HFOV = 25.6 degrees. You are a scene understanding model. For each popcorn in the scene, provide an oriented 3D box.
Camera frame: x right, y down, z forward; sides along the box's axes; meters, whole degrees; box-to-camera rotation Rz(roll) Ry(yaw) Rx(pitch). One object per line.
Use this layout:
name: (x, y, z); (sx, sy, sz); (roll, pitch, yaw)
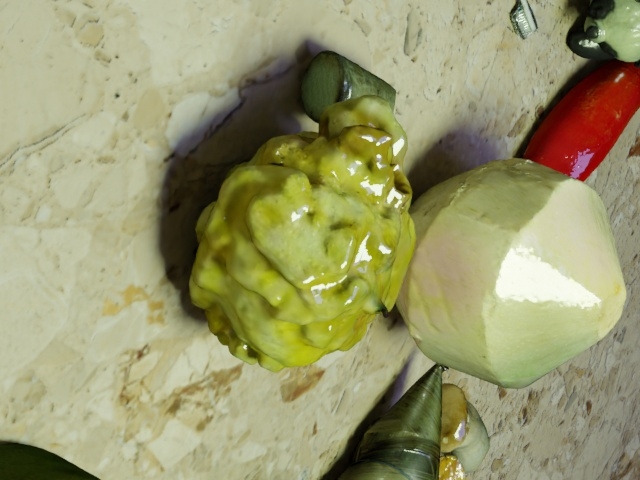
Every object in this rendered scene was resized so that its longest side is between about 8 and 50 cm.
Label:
popcorn: (0.000, 0.000, 1.244); (0.233, 0.192, 0.266); (-20, 143, -57)

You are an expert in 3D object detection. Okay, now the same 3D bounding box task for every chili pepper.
chili pepper: (0.345, -0.142, 1.781); (0.368, 0.092, 0.137); (-41, 155, -31)

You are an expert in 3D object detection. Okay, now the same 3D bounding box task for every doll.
doll: (0.392, -0.283, 1.719); (0.234, 0.135, 0.143); (-10, 116, -50)

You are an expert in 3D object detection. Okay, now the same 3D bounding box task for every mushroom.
mushroom: (0.176, 0.249, 1.786); (0.209, 0.071, 0.084); (53, 31, -60)

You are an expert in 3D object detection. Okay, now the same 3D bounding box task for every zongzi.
zongzi: (0.103, 0.290, 1.672); (0.242, 0.112, 0.221); (-59, 150, -27)

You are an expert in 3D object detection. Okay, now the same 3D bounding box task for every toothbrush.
toothbrush: (0.190, -0.307, 1.500); (0.026, 0.024, 0.288); (-46, 146, -8)

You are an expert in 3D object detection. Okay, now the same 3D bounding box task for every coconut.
coconut: (0.211, 0.036, 1.535); (0.259, 0.259, 0.259); (-34, 136, -42)

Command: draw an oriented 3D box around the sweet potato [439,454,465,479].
sweet potato: (0.133, 0.352, 1.783); (0.077, 0.077, 0.244); (-43, 158, -33)

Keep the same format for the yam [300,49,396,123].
yam: (0.033, -0.129, 1.331); (0.146, 0.070, 0.070); (22, 91, -57)

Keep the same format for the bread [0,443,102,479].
bread: (-0.272, 0.349, 1.116); (0.366, 0.129, 0.382); (-61, 147, -10)
